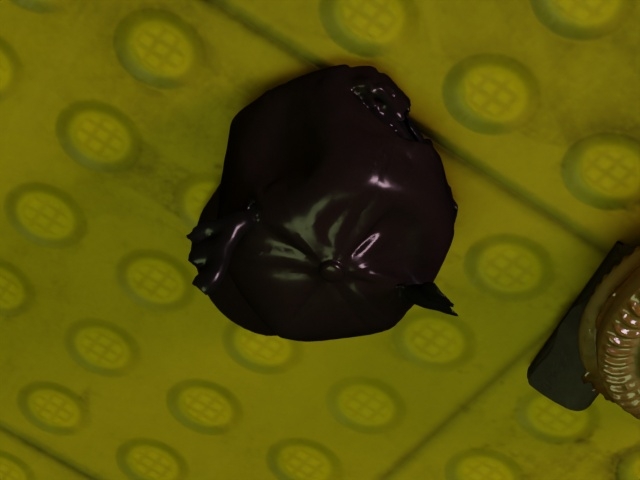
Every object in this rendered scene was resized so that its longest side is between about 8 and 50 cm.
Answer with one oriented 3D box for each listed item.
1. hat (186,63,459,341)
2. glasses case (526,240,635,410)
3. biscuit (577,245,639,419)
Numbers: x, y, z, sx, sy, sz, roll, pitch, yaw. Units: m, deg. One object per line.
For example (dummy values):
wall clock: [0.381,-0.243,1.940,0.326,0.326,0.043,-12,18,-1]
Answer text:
hat: [-0.014,0.029,1.446,0.238,0.209,0.336,26,134,-11]
glasses case: [0.265,0.084,1.527,0.072,0.042,0.191,28,132,1]
biscuit: [0.350,0.076,1.431,0.259,0.079,0.259,-5,134,-6]
